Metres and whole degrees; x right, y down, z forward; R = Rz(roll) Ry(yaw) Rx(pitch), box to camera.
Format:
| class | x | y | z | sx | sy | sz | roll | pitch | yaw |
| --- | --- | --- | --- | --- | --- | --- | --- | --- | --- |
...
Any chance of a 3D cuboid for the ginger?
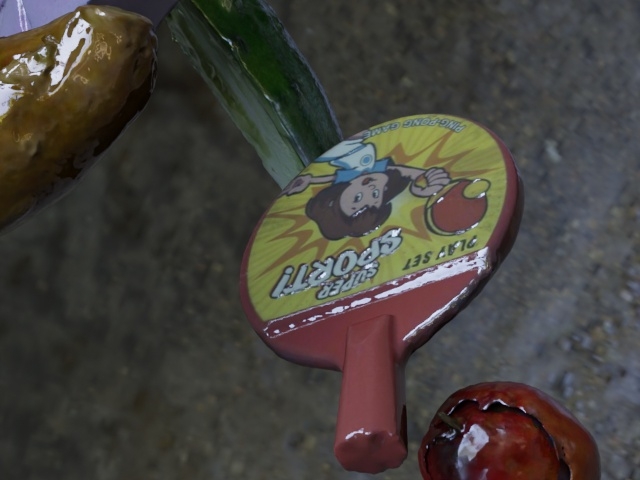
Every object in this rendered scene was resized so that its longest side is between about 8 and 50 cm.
| class | x | y | z | sx | sy | sz | roll | pitch | yaw |
| --- | --- | --- | --- | --- | --- | --- | --- | --- | --- |
| ginger | -0.272 | -0.078 | 1.240 | 0.321 | 0.172 | 0.165 | -27 | 72 | -22 |

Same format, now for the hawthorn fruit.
| class | x | y | z | sx | sy | sz | roll | pitch | yaw |
| --- | --- | --- | --- | --- | --- | --- | --- | --- | --- |
| hawthorn fruit | 0.150 | 0.182 | 1.383 | 0.148 | 0.172 | 0.148 | -27 | 37 | 22 |

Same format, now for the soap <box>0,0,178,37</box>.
| class | x | y | z | sx | sy | sz | roll | pitch | yaw |
| --- | --- | --- | --- | --- | --- | --- | --- | --- | --- |
| soap | -0.261 | -0.285 | 1.588 | 0.285 | 0.107 | 0.296 | -46 | 57 | 45 |

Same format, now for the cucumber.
| class | x | y | z | sx | sy | sz | roll | pitch | yaw |
| --- | --- | --- | --- | --- | --- | --- | --- | --- | --- |
| cucumber | -0.049 | -0.160 | 1.755 | 0.325 | 0.105 | 0.145 | 57 | 158 | 2 |

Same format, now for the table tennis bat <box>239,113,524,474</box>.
| class | x | y | z | sx | sy | sz | roll | pitch | yaw |
| --- | --- | --- | --- | --- | --- | --- | --- | --- | --- |
| table tennis bat | 0.049 | 0.031 | 1.409 | 0.268 | 0.051 | 0.414 | -19 | 36 | 19 |
